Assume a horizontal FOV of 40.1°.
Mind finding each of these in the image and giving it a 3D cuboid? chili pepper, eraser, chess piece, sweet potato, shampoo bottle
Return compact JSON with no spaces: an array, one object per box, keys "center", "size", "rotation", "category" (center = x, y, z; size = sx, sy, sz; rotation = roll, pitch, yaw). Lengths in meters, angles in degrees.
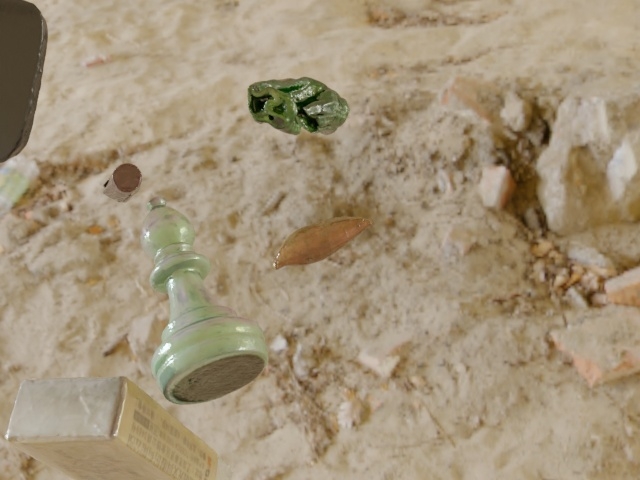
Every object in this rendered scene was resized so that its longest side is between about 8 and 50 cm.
[{"center":[-0.037,-0.207,1.341],"size":[0.099,0.083,0.253],"rotation":[35,19,16],"category":"chili pepper"},{"center":[-0.234,0.267,1.099],"size":[0.144,0.343,0.078],"rotation":[-4,59,16],"category":"eraser"},{"center":[-0.168,0.056,1.091],"size":[0.139,0.139,0.272],"rotation":[-18,60,-10],"category":"chess piece"},{"center":[0.000,0.000,0.767],"size":[0.095,0.034,0.034],"rotation":[-22,41,-3],"category":"sweet potato"},{"center":[-0.427,-0.118,1.880],"size":[0.067,0.068,0.236],"rotation":[-50,9,-15],"category":"shampoo bottle"}]

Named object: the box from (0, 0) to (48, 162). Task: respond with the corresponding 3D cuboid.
[{"center":[-0.449,-0.209,1.093],"size":[0.201,0.213,0.042],"rotation":[12,11,-2],"category":"box"}]
